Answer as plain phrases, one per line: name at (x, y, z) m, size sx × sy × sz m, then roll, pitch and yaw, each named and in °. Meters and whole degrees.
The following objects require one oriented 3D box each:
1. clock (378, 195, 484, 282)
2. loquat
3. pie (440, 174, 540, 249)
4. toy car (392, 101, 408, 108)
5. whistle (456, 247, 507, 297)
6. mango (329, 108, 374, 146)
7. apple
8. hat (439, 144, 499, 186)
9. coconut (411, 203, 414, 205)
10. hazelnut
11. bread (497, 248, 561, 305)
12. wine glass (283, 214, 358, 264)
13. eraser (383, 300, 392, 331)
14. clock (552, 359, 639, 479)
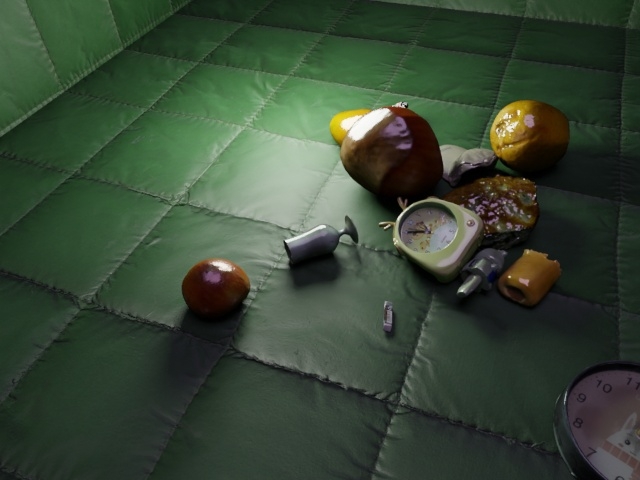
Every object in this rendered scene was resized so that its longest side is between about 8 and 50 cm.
clock at (0.344, -0.026, 1.718) m, size 0.308 × 0.096 × 0.235 m, roll 32°, pitch 78°, yaw 30°
loquat at (0.780, -0.392, 1.991) m, size 0.284 × 0.275 × 0.275 m, roll -1°, pitch 44°, yaw -7°
pie at (0.571, -0.102, 1.819) m, size 0.355 × 0.102 × 0.288 m, roll -13°, pitch 46°, yaw 1°
toy car at (0.310, -0.496, 2.243) m, size 0.108 × 0.089 × 0.209 m, roll 1°, pitch 48°, yaw 15°
whistle at (0.487, 0.098, 1.628) m, size 0.244 × 0.092 × 0.110 m, roll -41°, pitch 12°, yaw -36°
mango at (0.145, -0.441, 2.157) m, size 0.255 × 0.139 × 0.175 m, roll 7°, pitch 58°, yaw 36°
apple at (-0.311, 0.141, 1.609) m, size 0.173 × 0.160 × 0.195 m, roll 42°, pitch 64°, yaw 11°
hat at (0.536, -0.319, 2.026) m, size 0.214 × 0.149 × 0.244 m, roll -26°, pitch 60°, yaw -22°
coconut at (0.352, -0.091, 1.842) m, size 0.081 × 0.082 × 0.083 m, roll -6°, pitch -4°, yaw 29°
hazelnut at (0.263, -0.311, 1.914) m, size 0.366 × 0.365 × 0.365 m, roll -2°, pitch 45°, yaw 2°
bread at (0.625, 0.111, 1.613) m, size 0.134 × 0.085 × 0.173 m, roll 32°, pitch 55°, yaw 31°
wine glass at (0.000, 0.000, 1.751) m, size 0.231 × 0.103 × 0.103 m, roll -20°, pitch 47°, yaw -13°
eraser at (0.197, 0.222, 1.575) m, size 0.027 × 0.019 × 0.099 m, roll 12°, pitch 45°, yaw -4°
clock at (0.756, 0.458, 1.264) m, size 0.387 × 0.076 × 0.386 m, roll -2°, pitch 45°, yaw 2°
